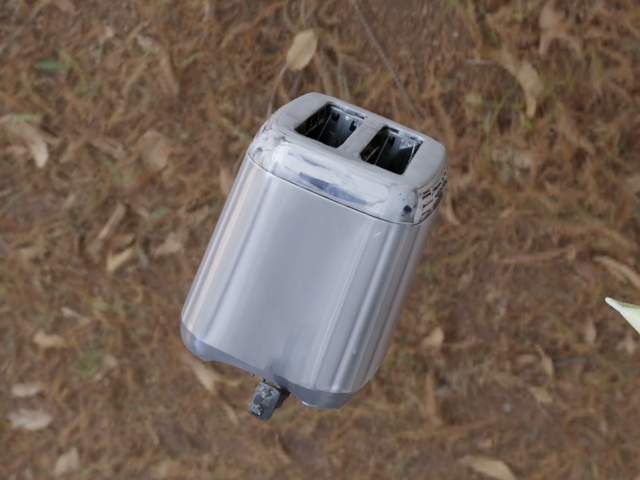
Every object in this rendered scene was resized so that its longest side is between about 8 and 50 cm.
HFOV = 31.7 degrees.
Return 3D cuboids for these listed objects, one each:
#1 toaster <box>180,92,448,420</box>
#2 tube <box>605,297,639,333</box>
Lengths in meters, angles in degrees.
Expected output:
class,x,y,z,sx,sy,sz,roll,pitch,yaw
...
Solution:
class,x,y,z,sx,sy,sz,roll,pitch,yaw
toaster,0.000,0.000,0.701,0.129,0.227,0.146,23,110,7
tube,0.206,0.083,0.364,0.240,0.062,0.070,37,155,40
